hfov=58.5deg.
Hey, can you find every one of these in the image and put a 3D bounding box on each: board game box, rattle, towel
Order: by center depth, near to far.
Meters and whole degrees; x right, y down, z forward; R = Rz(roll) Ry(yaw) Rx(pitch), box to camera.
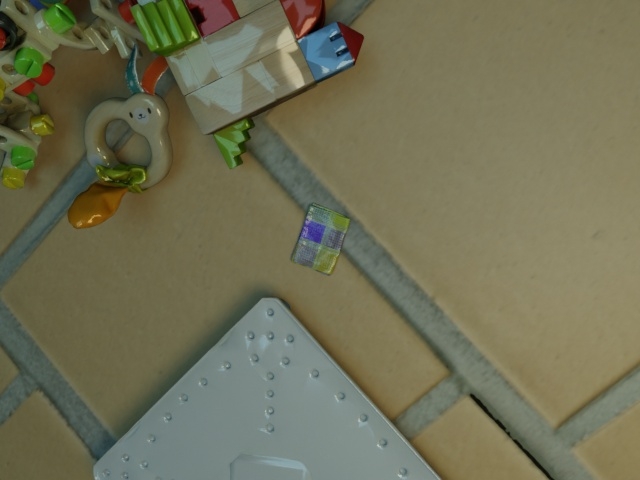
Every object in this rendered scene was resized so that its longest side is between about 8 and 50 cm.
[{"bbox_3d":[-0.254,-0.133,0.707,0.130,0.142,0.200,45,127,9],"label":"rattle"},{"bbox_3d":[0.000,0.000,0.743,0.060,0.009,0.083,23,101,12],"label":"towel"},{"bbox_3d":[-0.061,0.336,0.769,0.390,0.050,0.390,-45,84,14],"label":"board game box"}]

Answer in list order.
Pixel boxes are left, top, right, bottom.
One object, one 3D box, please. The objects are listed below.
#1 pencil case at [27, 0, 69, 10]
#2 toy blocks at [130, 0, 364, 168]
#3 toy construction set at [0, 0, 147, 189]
[{"bbox_3d":[-0.357,-0.365,0.760,0.236,0.104,0.104,-39,85,13],"label":"pencil case"},{"bbox_3d":[-0.075,-0.309,0.661,0.260,0.191,0.382,-23,100,7],"label":"toy blocks"},{"bbox_3d":[-0.372,-0.209,0.726,0.327,0.215,0.151,-35,54,13],"label":"toy construction set"}]
